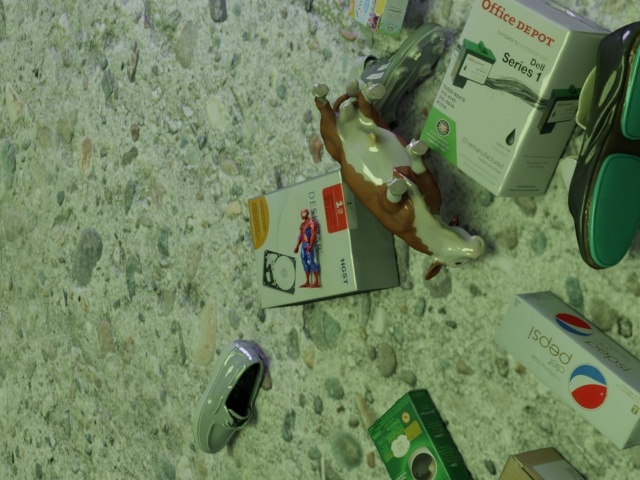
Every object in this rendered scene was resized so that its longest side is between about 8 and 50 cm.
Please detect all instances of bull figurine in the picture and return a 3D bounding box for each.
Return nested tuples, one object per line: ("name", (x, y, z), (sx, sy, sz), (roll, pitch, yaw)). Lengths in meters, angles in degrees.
("bull figurine", (0.095, -0.088, 1.359), (0.310, 0.101, 0.188), (49, 168, 25))

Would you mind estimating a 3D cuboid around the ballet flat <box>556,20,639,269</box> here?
("ballet flat", (0.330, -0.108, 1.171), (0.096, 0.095, 0.280), (20, 97, 58))

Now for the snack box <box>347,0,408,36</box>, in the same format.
("snack box", (0.085, -0.350, 1.446), (0.141, 0.037, 0.100), (-126, 48, -63))

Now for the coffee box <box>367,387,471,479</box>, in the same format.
("coffee box", (0.144, 0.315, 1.441), (0.113, 0.040, 0.184), (-52, 54, 38))

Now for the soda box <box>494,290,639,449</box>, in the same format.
("soda box", (0.310, 0.148, 1.215), (0.216, 0.069, 0.073), (43, 124, 41))

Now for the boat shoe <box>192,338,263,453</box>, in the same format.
("boat shoe", (-0.156, 0.283, 1.767), (0.081, 0.079, 0.227), (41, 119, 46))

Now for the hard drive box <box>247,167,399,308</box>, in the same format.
("hard drive box", (0.000, 0.000, 1.561), (0.232, 0.089, 0.181), (-16, 80, 49))

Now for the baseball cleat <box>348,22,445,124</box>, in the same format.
("baseball cleat", (0.094, -0.245, 1.449), (0.206, 0.072, 0.109), (-53, 54, 36))

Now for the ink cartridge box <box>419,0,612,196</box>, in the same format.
("ink cartridge box", (0.237, -0.186, 1.265), (0.160, 0.093, 0.219), (42, 123, 40))

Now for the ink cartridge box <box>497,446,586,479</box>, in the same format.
("ink cartridge box", (0.291, 0.399, 1.234), (0.234, 0.088, 0.193), (46, 123, 39))

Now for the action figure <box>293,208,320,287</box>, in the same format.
("action figure", (-0.020, 0.012, 1.494), (0.038, 0.030, 0.115), (-2, 89, 55))
